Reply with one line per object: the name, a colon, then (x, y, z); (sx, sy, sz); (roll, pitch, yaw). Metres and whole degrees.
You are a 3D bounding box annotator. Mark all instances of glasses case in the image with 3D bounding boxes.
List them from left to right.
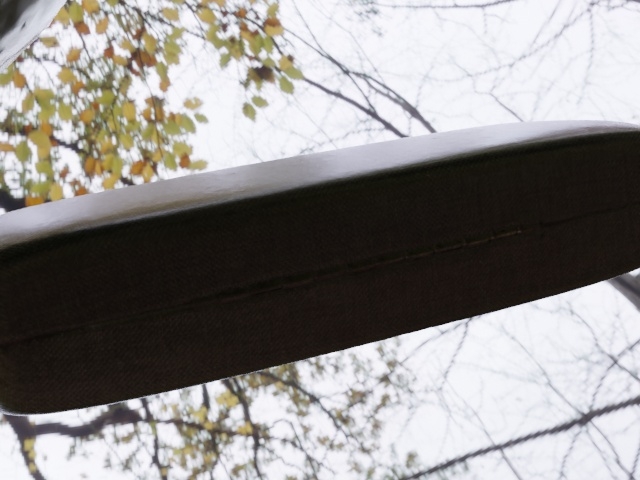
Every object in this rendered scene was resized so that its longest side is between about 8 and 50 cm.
glasses case: (0.000, 0.000, 0.446); (0.323, 0.131, 0.074); (-12, -77, -18)

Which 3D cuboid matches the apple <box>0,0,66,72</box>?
apple: (-0.208, -0.164, 0.329); (0.254, 0.292, 0.291); (-30, -56, -29)
